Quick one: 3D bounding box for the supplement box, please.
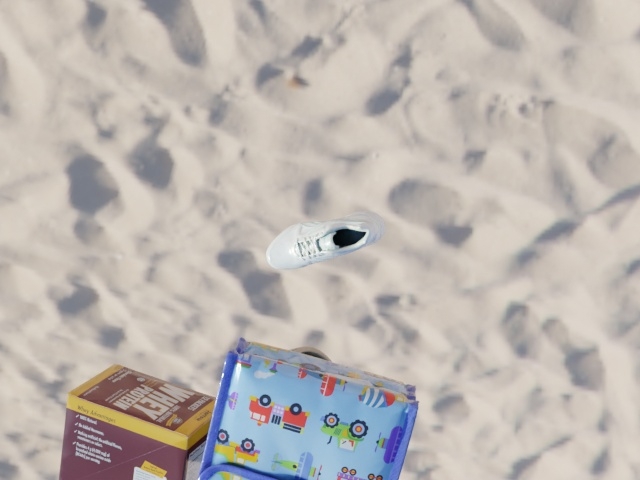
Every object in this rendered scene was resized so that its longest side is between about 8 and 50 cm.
[{"bbox_3d":[-0.249,0.305,1.729,0.191,0.129,0.194,16,109,18],"label":"supplement box"}]

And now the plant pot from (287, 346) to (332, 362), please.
[{"bbox_3d":[-0.046,0.280,1.823,0.109,0.237,0.237,-13,141,27],"label":"plant pot"}]

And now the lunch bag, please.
[{"bbox_3d":[-0.031,0.286,1.429,0.221,0.293,0.138,15,-177,2],"label":"lunch bag"}]

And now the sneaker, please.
[{"bbox_3d":[0.000,0.000,1.501,0.152,0.061,0.054,-18,95,16],"label":"sneaker"}]
